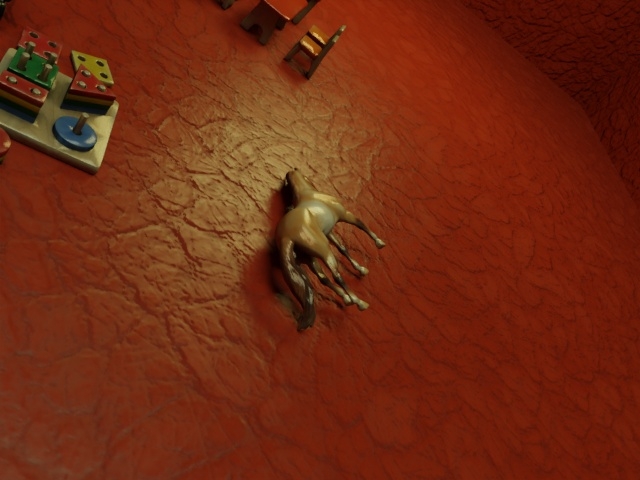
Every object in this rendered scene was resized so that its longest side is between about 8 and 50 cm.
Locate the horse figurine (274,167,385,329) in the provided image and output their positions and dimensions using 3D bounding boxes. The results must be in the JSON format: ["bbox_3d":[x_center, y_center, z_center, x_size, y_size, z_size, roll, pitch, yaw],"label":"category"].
[{"bbox_3d":[0.000,0.000,0.816,0.174,0.066,0.263,45,30,-10],"label":"horse figurine"}]

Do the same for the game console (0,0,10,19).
[{"bbox_3d":[-0.450,-0.355,0.616,0.293,0.173,0.250,35,33,-14],"label":"game console"}]

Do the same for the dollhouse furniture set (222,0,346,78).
[{"bbox_3d":[-0.061,-0.482,1.220,0.262,0.135,0.259,38,33,-11],"label":"dollhouse furniture set"}]

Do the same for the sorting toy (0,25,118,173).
[{"bbox_3d":[-0.290,-0.161,0.693,0.132,0.046,0.274,26,36,-27],"label":"sorting toy"}]
